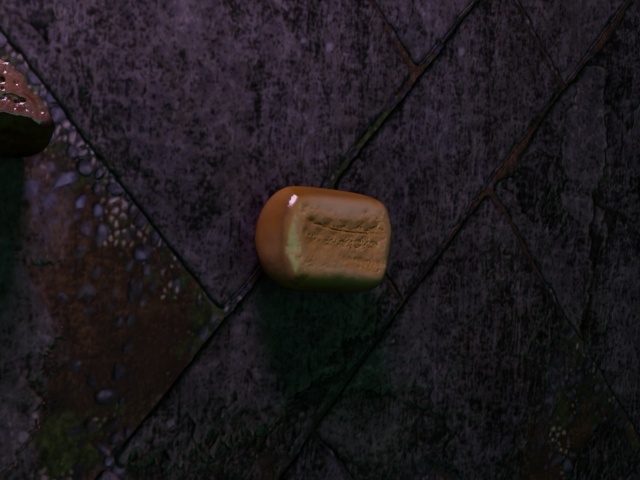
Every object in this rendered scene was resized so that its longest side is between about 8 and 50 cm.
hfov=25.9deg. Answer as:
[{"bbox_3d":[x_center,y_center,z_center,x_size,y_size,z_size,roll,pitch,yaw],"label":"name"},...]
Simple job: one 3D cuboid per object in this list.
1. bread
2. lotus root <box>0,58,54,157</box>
[{"bbox_3d":[0.000,0.000,1.939,0.217,0.098,0.147,10,87,-44],"label":"bread"},{"bbox_3d":[-0.382,-0.147,1.582,0.095,0.135,0.159,-47,109,-26],"label":"lotus root"}]
